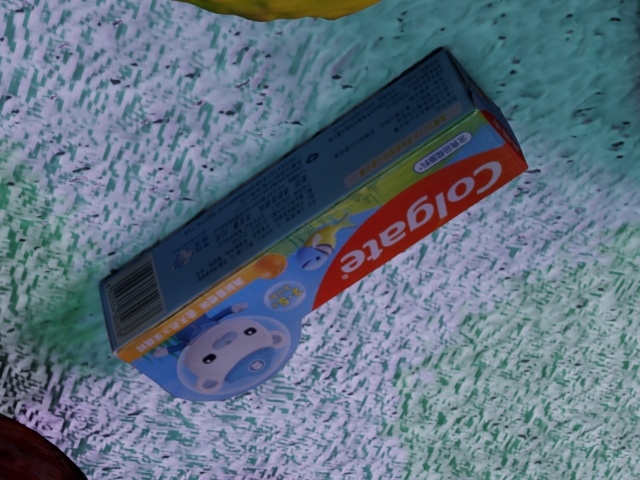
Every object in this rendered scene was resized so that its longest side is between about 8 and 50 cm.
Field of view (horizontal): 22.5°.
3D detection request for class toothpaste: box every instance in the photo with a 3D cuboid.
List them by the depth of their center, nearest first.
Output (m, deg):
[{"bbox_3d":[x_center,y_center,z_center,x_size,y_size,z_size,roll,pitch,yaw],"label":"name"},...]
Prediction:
[{"bbox_3d":[0.000,0.000,0.712,0.193,0.044,0.070,-34,135,14],"label":"toothpaste"}]

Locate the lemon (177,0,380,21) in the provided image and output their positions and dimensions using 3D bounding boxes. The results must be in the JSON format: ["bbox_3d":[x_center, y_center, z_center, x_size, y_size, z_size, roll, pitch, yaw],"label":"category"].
[{"bbox_3d":[-0.023,-0.180,0.387,0.253,0.253,0.310,-34,132,14],"label":"lemon"}]

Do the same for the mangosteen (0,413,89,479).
[{"bbox_3d":[-0.185,0.143,0.689,0.216,0.216,0.216,-9,134,-10],"label":"mangosteen"}]
